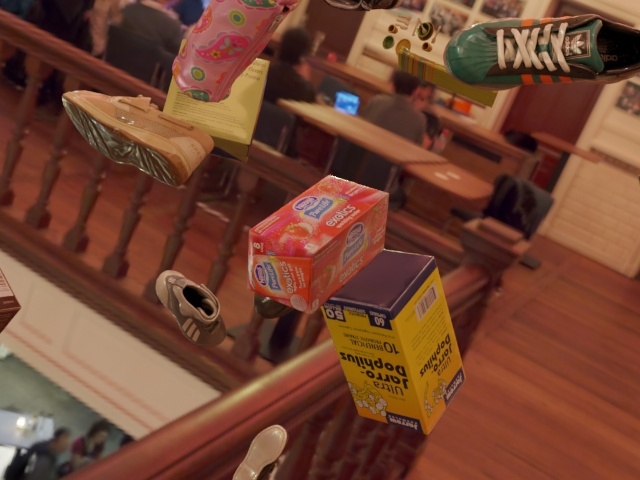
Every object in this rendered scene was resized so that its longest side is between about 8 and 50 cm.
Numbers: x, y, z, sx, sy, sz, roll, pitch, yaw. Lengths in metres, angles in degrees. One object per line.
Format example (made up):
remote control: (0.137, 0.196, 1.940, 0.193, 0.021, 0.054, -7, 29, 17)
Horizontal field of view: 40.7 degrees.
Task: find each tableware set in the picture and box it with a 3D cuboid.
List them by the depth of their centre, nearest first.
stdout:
tableware set: (0.219, -0.501, 2.129, 0.024, 0.104, 0.154, 13, 14, -48)

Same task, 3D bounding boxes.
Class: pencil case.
pencil case: (-0.142, -0.353, 1.456, 0.124, 0.284, 0.124, 23, 47, -26)

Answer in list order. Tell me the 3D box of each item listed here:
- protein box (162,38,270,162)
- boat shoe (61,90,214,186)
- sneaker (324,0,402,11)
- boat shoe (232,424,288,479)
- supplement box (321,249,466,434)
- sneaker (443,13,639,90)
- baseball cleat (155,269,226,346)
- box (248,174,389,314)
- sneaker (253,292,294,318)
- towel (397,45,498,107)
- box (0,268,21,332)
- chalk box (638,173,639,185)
protein box: (-0.234, -0.307, 1.920, 0.200, 0.201, 0.136, 13, -14, -5)
boat shoe: (-0.348, -0.211, 1.632, 0.341, 0.122, 0.110, 29, 60, 26)
sneaker: (0.039, -0.553, 1.729, 0.268, 0.101, 0.153, 43, 43, 13)
boat shoe: (-0.082, 0.319, 1.264, 0.046, 0.125, 0.038, 39, 16, 29)
supplement box: (0.164, 0.219, 1.908, 0.194, 0.356, 0.195, 8, 39, 38)
sneaker: (0.332, -0.275, 1.227, 0.302, 0.108, 0.121, -3, 1, -7)
baseball cleat: (-0.198, 0.130, 1.441, 0.109, 0.072, 0.206, 20, -22, 38)
box: (0.000, 0.000, 1.463, 0.128, 0.123, 0.257, 19, 34, 26)
sneaker: (-0.050, 0.059, 2.059, 0.122, 0.330, 0.146, 48, 9, 14)
towel: (0.283, -0.365, 1.932, 0.237, 0.021, 0.102, 25, -7, 8)
box: (-0.656, 0.116, 1.470, 0.167, 0.203, 0.168, -7, 58, -56)
chalk box: (0.481, -0.039, 1.038, 0.132, 0.213, 0.132, -13, 2, -37)
